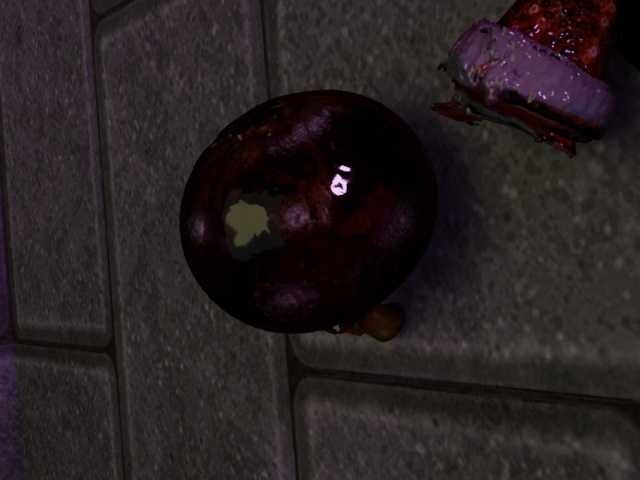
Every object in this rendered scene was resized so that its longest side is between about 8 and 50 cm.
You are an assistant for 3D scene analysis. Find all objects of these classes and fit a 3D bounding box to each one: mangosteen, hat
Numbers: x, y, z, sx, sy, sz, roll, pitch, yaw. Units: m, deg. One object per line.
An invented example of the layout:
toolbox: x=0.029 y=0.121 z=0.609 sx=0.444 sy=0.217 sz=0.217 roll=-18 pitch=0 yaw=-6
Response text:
mangosteen: x=0.000 y=0.000 z=0.931 sx=0.235 sy=0.235 sz=0.261 roll=16 pitch=140 yaw=55
hat: x=0.177 y=-0.174 z=0.746 sx=0.227 sy=0.129 sz=0.140 roll=-66 pitch=17 yaw=10
